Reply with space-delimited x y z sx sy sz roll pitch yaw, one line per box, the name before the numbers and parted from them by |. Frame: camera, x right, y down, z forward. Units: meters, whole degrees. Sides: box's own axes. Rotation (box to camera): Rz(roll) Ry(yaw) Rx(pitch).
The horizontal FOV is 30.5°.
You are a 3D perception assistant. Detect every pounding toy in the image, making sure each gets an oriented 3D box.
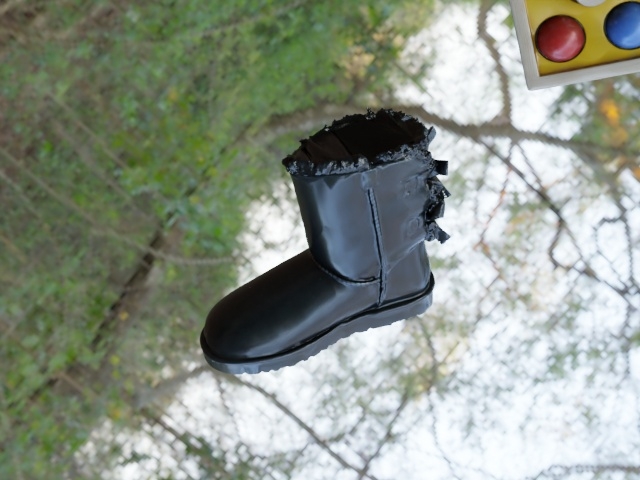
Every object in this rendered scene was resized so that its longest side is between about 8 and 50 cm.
pounding toy | 0.182 -0.186 0.846 0.130 0.141 0.100 -9 -153 16

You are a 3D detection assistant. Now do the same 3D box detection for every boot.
boot | 0.000 0.000 0.510 0.121 0.099 0.045 -17 -137 -12
